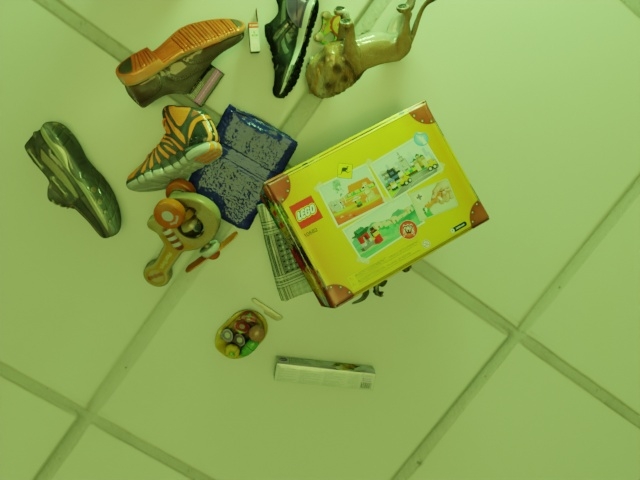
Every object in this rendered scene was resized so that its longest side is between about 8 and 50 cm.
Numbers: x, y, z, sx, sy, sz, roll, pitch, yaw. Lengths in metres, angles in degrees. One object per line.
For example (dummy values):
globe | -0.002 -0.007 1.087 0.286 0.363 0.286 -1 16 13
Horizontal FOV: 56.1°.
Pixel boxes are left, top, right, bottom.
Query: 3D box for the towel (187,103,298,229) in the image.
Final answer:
towel | -0.233 -0.209 1.740 0.228 0.076 0.308 30 99 -5

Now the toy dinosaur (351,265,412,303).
toy dinosaur | 0.169 0.064 1.802 0.313 0.121 0.160 -41 107 -19

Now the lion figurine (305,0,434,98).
lion figurine | 0.143 -0.534 1.657 0.392 0.142 0.240 -15 138 -9

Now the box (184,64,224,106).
box | -0.368 -0.468 1.680 0.162 0.029 0.116 35 97 -14

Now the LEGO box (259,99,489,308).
LEGO box | 0.142 -0.095 1.650 0.500 0.193 0.372 -28 90 -11

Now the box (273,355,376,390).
box | 0.014 0.425 1.920 0.324 0.063 0.067 7 101 -8

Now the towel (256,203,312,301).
towel | 0.000 0.000 1.784 0.324 0.056 0.312 -17 105 -17

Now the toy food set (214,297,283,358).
toy food set | -0.231 0.288 1.856 0.128 0.071 0.218 43 96 -14

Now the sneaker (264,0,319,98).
sneaker | -0.104 -0.541 1.667 0.124 0.107 0.283 19 98 5

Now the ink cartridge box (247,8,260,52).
ink cartridge box | -0.185 -0.577 1.654 0.029 0.063 0.115 -6 104 -7

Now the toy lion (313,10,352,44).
toy lion | 0.040 -0.596 1.692 0.096 0.034 0.100 17 102 -17

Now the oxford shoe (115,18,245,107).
oxford shoe | -0.359 -0.483 1.621 0.364 0.130 0.132 -27 137 -6

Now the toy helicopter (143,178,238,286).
toy helicopter | -0.396 0.013 1.726 0.235 0.140 0.355 29 122 -14

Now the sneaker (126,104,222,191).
sneaker | -0.424 -0.263 1.688 0.321 0.125 0.180 -23 77 19

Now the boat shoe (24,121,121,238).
boat shoe | -0.691 -0.155 1.684 0.130 0.132 0.355 -28 96 11
